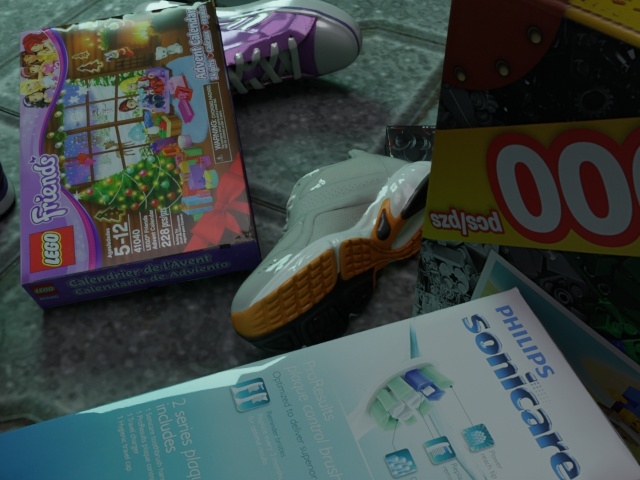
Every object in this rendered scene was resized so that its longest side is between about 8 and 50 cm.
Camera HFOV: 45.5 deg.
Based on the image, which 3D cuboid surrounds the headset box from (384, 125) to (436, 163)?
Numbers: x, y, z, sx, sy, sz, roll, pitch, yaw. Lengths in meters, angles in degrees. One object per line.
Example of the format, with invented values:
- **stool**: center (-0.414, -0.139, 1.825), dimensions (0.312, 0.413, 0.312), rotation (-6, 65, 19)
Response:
- **headset box**: center (0.101, -0.082, 0.791), dimensions (0.062, 0.032, 0.083), rotation (0, 44, 0)

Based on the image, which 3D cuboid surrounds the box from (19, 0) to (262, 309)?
- **box**: center (-0.177, -0.092, 0.726), dimensions (0.201, 0.057, 0.293), rotation (-11, 61, -3)

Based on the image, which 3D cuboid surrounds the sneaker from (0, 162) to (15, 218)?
- **sneaker**: center (-0.406, -0.137, 0.782), dimensions (0.107, 0.124, 0.283), rotation (-33, 54, -28)

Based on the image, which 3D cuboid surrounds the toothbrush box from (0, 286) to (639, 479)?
- **toothbrush box**: center (-0.010, 0.171, 0.415), dimensions (0.295, 0.216, 0.126), rotation (-14, 47, -12)

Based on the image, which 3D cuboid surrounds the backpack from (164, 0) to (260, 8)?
- **backpack**: center (-0.099, -0.365, 0.996), dimensions (0.188, 0.144, 0.166), rotation (19, 43, 14)

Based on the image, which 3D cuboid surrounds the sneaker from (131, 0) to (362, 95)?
- **sneaker**: center (-0.097, -0.186, 0.860), dimensions (0.282, 0.102, 0.161), rotation (0, 52, 10)

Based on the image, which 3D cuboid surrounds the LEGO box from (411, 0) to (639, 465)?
- **LEGO box**: center (0.298, 0.084, 0.390), dimensions (0.193, 0.372, 0.500), rotation (-35, 54, -29)

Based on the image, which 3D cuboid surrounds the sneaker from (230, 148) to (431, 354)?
- **sneaker**: center (0.000, 0.000, 0.680), dimensions (0.121, 0.099, 0.262), rotation (23, 42, 31)
